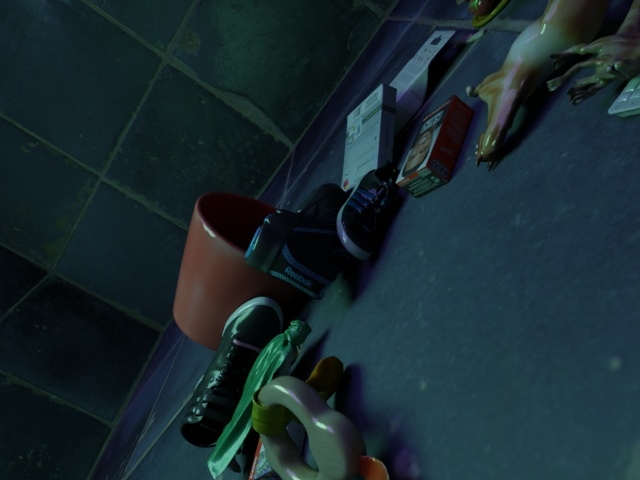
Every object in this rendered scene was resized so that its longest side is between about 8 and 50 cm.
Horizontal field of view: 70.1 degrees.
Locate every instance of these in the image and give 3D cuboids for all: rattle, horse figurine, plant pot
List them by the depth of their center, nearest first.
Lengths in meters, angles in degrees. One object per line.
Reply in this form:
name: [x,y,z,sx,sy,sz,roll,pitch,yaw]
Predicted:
rattle: [0.033,0.188,0.447,0.200,0.143,0.130,-13,77,49]
horse figurine: [0.255,-0.224,0.528,0.263,0.066,0.174,-50,10,32]
plant pot: [-0.161,0.072,0.917,0.243,0.275,0.275,-62,12,21]

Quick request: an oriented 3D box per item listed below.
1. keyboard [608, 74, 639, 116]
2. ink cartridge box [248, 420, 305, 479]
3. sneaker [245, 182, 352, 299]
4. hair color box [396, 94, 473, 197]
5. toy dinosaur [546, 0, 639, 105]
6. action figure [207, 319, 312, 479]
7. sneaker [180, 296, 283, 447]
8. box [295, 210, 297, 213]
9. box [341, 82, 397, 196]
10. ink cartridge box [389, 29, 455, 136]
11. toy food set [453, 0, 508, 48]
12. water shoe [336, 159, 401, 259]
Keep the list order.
keyboard: [0.301,-0.126,0.273,0.072,0.014,0.256,-58,15,-4]
ink cartridge box: [-0.064,0.274,0.573,0.115,0.029,0.063,-46,19,35]
sneaker: [0.000,0.000,0.794,0.125,0.140,0.341,-59,-7,28]
hair color box: [0.167,-0.137,0.667,0.072,0.043,0.141,-29,32,59]
toy dinosaur: [0.272,-0.174,0.428,0.093,0.053,0.183,-20,27,49]
action figure: [-0.082,0.221,0.677,0.232,0.063,0.137,-60,13,1]
sneaker: [-0.150,0.241,0.793,0.295,0.105,0.147,-58,15,22]
box: [-0.060,-0.047,1.242,0.081,0.028,0.136,-60,13,-13]
box: [0.094,-0.193,0.909,0.145,0.038,0.186,153,127,-62]
ink cartridge box: [0.202,-0.340,0.980,0.224,0.056,0.181,-46,17,19]
toy food set: [0.316,-0.480,0.852,0.218,0.071,0.128,-54,15,12]
water shoe: [0.081,-0.058,0.722,0.080,0.073,0.203,-41,22,40]
